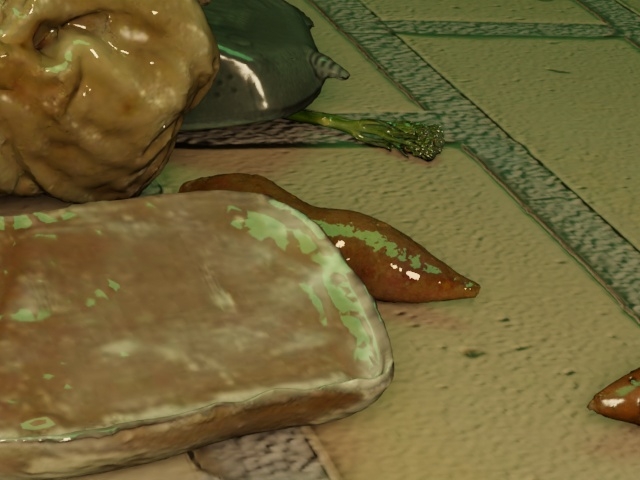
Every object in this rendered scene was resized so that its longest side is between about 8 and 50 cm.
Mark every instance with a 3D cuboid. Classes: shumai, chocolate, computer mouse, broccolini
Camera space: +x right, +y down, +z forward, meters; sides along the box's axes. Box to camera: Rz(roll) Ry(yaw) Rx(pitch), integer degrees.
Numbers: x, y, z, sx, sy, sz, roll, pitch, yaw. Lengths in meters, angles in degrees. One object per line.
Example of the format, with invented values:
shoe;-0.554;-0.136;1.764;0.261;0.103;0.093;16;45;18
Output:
shumai;-0.250;-0.072;0.898;0.314;0.267;0.262;-2;45;46
chocolate;-0.099;0.059;0.758;0.254;0.080;0.157;-8;47;-28
computer mouse;-0.161;-0.159;1.114;0.371;0.121;0.188;18;28;0
broccolini;0.032;-0.092;1.156;0.140;0.030;0.035;14;19;17

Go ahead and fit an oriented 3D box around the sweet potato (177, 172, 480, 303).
sweet potato;-0.002;0.001;0.931;0.218;0.051;0.065;21;27;21

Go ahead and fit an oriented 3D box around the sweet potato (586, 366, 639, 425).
sweet potato;0.265;0.083;0.864;0.265;0.057;0.057;-5;31;-30
